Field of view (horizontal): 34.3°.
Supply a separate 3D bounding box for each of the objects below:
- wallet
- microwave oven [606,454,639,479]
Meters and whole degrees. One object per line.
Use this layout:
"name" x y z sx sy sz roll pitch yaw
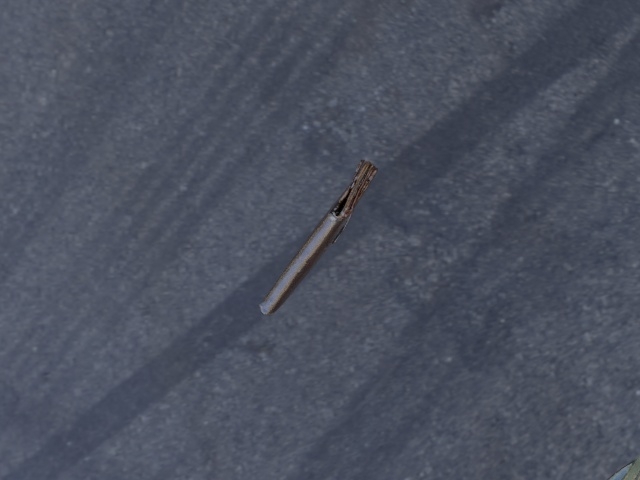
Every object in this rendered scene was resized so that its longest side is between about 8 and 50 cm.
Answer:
"wallet" 0.000 0.000 0.979 0.026 0.095 0.176 35 138 0
"microwave oven" 0.523 0.536 1.475 0.394 0.247 0.333 -64 28 21
